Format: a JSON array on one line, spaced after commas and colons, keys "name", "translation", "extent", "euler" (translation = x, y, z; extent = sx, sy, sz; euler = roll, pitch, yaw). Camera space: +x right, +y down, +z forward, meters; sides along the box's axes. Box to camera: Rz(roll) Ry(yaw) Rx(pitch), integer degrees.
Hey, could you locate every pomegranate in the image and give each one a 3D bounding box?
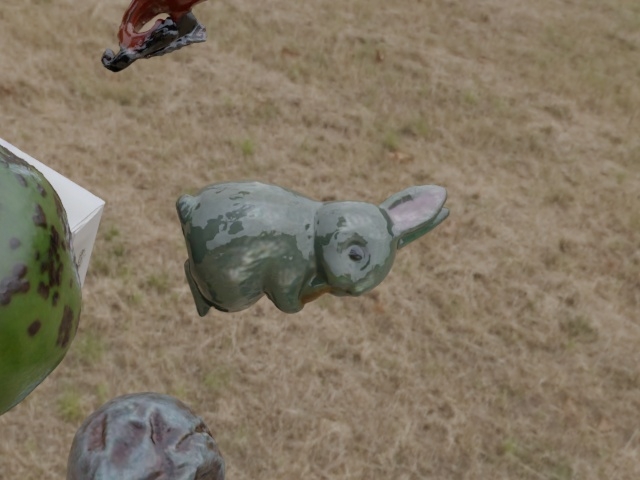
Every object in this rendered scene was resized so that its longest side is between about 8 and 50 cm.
[{"name": "pomegranate", "translation": [-0.303, 0.022, 0.622], "extent": [0.254, 0.254, 0.270], "euler": [11, 13, -3]}]

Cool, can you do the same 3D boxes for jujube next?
[{"name": "jujube", "translation": [-0.269, 0.362, 1.209], "extent": [0.215, 0.308, 0.246], "euler": [25, 38, 21]}]

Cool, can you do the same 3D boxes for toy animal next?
[{"name": "toy animal", "translation": [0.000, 0.001, 0.735], "extent": [0.251, 0.127, 0.125], "euler": [-7, 81, 2]}]

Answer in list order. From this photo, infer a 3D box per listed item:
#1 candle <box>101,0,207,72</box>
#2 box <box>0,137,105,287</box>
[{"name": "candle", "translation": [-0.036, -0.217, 0.457], "extent": [0.059, 0.301, 0.084], "euler": [44, 12, 21]}, {"name": "box", "translation": [-0.461, -0.030, 1.153], "extent": [0.260, 0.194, 0.111], "euler": [30, 40, 1]}]
